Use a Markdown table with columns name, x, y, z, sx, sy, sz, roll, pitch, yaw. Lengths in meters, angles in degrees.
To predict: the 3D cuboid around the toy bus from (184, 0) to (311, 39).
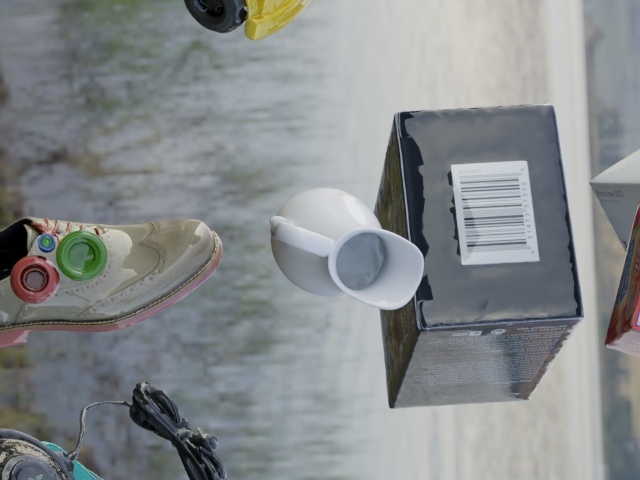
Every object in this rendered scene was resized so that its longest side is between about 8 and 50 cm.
| name | x | y | z | sx | sy | sz | roll | pitch | yaw |
| --- | --- | --- | --- | --- | --- | --- | --- | --- | --- |
| toy bus | -0.102 | -0.346 | 1.716 | 0.149 | 0.220 | 0.211 | -48 | 162 | -36 |

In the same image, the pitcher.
| name | x | y | z | sx | sy | sz | roll | pitch | yaw |
| --- | --- | --- | --- | --- | --- | --- | --- | --- | --- |
| pitcher | 0.000 | 0.000 | 1.924 | 0.125 | 0.178 | 0.207 | -65 | -155 | 2 |

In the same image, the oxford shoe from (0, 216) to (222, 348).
| name | x | y | z | sx | sy | sz | roll | pitch | yaw |
| --- | --- | --- | --- | --- | --- | --- | --- | --- | --- |
| oxford shoe | -0.286 | 0.030 | 1.939 | 0.130 | 0.348 | 0.123 | 80 | -10 | -45 |

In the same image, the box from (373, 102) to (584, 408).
| name | x | y | z | sx | sy | sz | roll | pitch | yaw |
| --- | --- | --- | --- | --- | --- | --- | --- | --- | --- |
| box | 0.196 | 0.032 | 2.235 | 0.395 | 0.212 | 0.293 | 97 | -11 | -69 |

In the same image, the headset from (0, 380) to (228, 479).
| name | x | y | z | sx | sy | sz | roll | pitch | yaw |
| --- | --- | --- | --- | --- | --- | --- | --- | --- | --- |
| headset | -0.265 | 0.264 | 1.450 | 0.394 | 0.185 | 0.243 | -40 | 180 | -30 |

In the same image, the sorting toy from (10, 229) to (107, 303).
| name | x | y | z | sx | sy | sz | roll | pitch | yaw |
| --- | --- | --- | --- | --- | --- | --- | --- | --- | --- |
| sorting toy | -0.264 | 0.023 | 1.682 | 0.061 | 0.102 | 0.042 | 65 | -9 | 1 |

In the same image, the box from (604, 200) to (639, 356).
| name | x | y | z | sx | sy | sz | roll | pitch | yaw |
| --- | --- | --- | --- | --- | --- | --- | --- | --- | --- |
| box | 0.426 | 0.056 | 1.511 | 0.142 | 0.300 | 0.154 | 93 | 11 | -80 |

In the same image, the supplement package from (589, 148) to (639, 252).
| name | x | y | z | sx | sy | sz | roll | pitch | yaw |
| --- | --- | --- | --- | --- | --- | --- | --- | --- | --- |
| supplement package | 0.481 | -0.057 | 1.960 | 0.145 | 0.204 | 0.262 | 61 | -15 | -11 |

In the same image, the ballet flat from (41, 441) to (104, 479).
| name | x | y | z | sx | sy | sz | roll | pitch | yaw |
| --- | --- | --- | --- | --- | --- | --- | --- | --- | --- |
| ballet flat | -0.290 | 0.346 | 2.135 | 0.247 | 0.087 | 0.083 | 42 | 49 | -15 |
